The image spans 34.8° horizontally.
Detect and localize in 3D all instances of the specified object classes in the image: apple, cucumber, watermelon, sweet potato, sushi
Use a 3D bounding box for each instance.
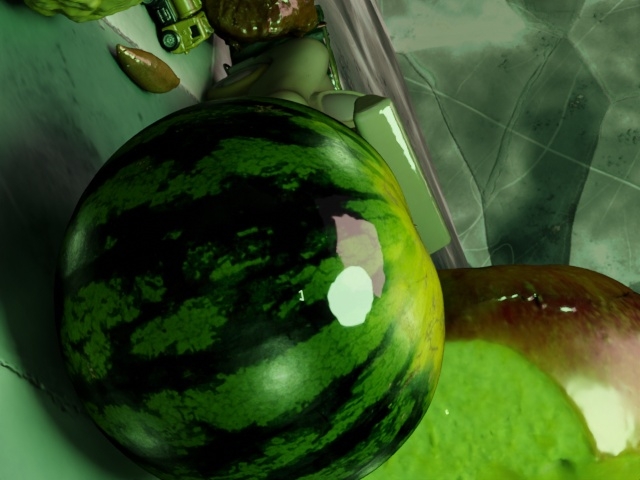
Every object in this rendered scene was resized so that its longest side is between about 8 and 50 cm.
[{"bbox_3d":[0.138,0.193,0.879,0.374,0.384,0.375,8,79,-44],"label":"apple"},{"bbox_3d":[-0.036,-0.224,1.409,0.191,0.130,0.191,-15,90,-80],"label":"cucumber"},{"bbox_3d":[-0.045,0.041,0.663,0.269,0.268,0.269,-22,90,-77],"label":"watermelon"},{"bbox_3d":[-0.165,-0.161,0.969,0.095,0.034,0.034,26,43,-56],"label":"sweet potato"},{"bbox_3d":[-0.088,-0.312,1.186,0.296,0.166,0.179,-64,145,-80],"label":"sushi"}]

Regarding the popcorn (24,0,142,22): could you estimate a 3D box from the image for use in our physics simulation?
[{"bbox_3d":[-0.188,-0.284,0.790,0.286,0.173,0.225,-113,-173,-45],"label":"popcorn"}]

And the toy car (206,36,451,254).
[{"bbox_3d":[0.006,-0.089,1.113,0.336,0.226,0.242,-77,143,-66],"label":"toy car"}]

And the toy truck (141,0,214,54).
[{"bbox_3d":[-0.152,-0.243,1.096,0.049,0.054,0.083,-78,145,-68],"label":"toy truck"}]
